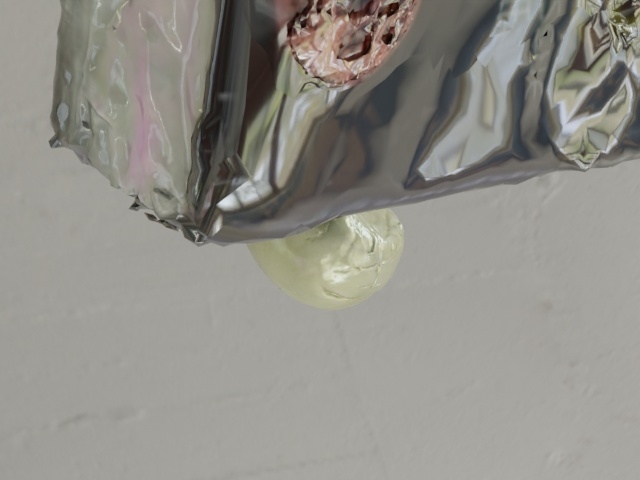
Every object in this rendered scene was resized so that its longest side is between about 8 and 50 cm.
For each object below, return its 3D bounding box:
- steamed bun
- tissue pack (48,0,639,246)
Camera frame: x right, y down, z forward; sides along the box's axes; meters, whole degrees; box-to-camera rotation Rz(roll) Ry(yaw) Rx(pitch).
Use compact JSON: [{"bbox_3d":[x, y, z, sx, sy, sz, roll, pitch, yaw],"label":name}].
[{"bbox_3d":[0.000,0.000,1.094,0.112,0.130,0.091,47,-71,7],"label":"steamed bun"},{"bbox_3d":[0.070,-0.143,0.536,0.332,0.245,0.123,-14,-146,-41],"label":"tissue pack"}]
